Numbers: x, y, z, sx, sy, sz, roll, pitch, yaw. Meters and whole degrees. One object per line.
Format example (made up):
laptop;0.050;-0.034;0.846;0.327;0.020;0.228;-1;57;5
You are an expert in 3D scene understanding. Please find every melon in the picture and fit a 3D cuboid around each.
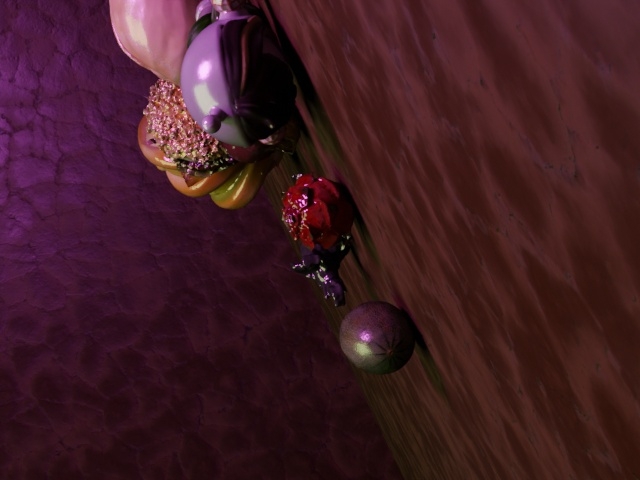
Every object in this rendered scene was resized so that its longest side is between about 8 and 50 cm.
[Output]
melon;0.090;0.153;1.813;0.114;0.114;0.167;65;169;-12

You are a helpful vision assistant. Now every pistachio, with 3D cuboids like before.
pistachio;-0.250;-0.403;1.971;0.230;0.230;0.308;-142;43;-80

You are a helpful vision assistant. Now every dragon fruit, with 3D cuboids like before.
dragon fruit;-0.005;-0.043;1.821;0.142;0.121;0.130;-54;-25;-67

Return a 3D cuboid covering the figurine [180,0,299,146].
figurine;-0.132;-0.269;1.735;0.370;0.167;0.281;-107;0;-55

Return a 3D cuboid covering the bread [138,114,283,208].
bread;-0.235;-0.191;2.368;0.315;0.270;0.211;52;128;56

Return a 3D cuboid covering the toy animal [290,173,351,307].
toy animal;0.006;0.001;2.082;0.146;0.115;0.244;155;111;-79

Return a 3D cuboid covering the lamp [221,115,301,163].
lamp;-0.101;-0.203;1.969;0.156;0.135;0.157;123;155;-51

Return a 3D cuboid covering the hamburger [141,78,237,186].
hamburger;-0.208;-0.240;2.141;0.243;0.262;0.139;65;-171;19
